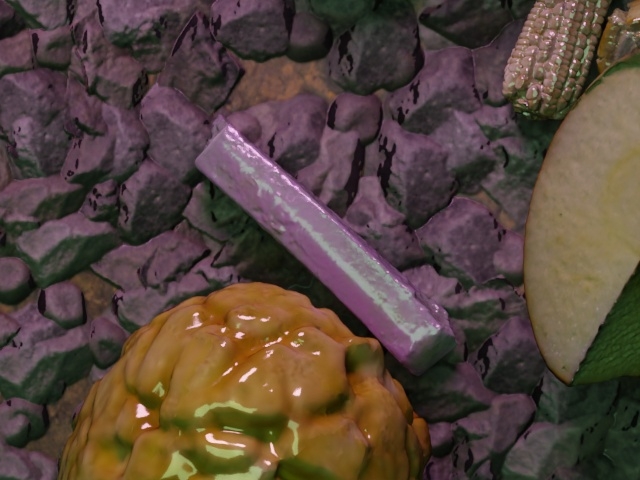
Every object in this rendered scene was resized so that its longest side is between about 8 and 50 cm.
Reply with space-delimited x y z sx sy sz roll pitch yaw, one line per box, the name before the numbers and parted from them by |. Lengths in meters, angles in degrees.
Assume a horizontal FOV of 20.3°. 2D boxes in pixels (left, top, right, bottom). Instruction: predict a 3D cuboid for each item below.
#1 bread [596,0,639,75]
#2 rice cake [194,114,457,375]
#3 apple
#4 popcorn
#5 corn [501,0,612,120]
bread | 0.354 -0.188 1.784 0.156 0.064 0.118 -14 109 18
rice cake | 0.000 0.000 1.901 0.365 0.056 0.073 44 99 11
apple | 0.330 -0.023 1.738 0.254 0.179 0.346 26 108 7
popcorn | -0.083 0.241 1.773 0.344 0.390 0.354 36 67 -2
corn | 0.251 -0.222 1.821 0.087 0.087 0.211 22 89 15
